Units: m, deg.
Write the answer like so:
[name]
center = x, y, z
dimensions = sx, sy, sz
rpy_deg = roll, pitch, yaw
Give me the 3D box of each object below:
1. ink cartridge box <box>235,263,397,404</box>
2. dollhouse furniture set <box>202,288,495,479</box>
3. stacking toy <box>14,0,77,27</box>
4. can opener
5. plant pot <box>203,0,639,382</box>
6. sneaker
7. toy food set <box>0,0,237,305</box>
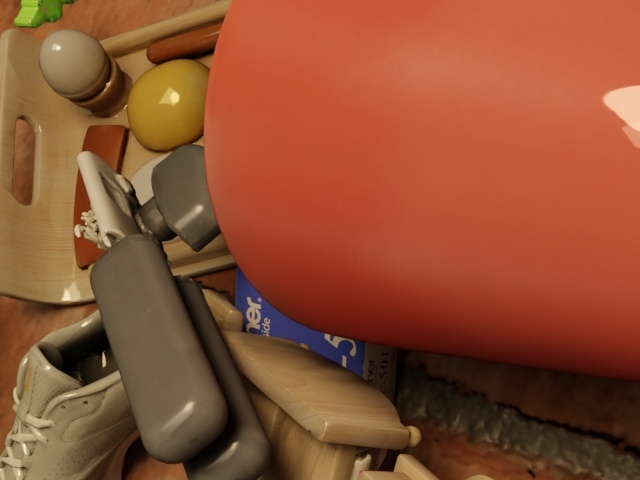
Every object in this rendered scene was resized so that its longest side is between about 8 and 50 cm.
[ink cartridge box]
center = 0.000, 0.000, 0.814
dimensions = 0.097, 0.046, 0.207
rpy_deg = 11, 107, 31
[dollhouse furniture set]
center = 0.023, 0.231, 0.746
dimensions = 0.355, 0.173, 0.303
rpy_deg = 34, 112, 57
[stacking toy]
center = -0.230, -0.246, 1.054
dimensions = 0.167, 0.052, 0.221
rpy_deg = 7, 48, 31
[can opener]
center = -0.081, 0.023, 0.738
dimensions = 0.093, 0.074, 0.280
rpy_deg = -37, 35, 10
[plant pot]
center = 0.120, -0.049, 0.670
dimensions = 0.243, 0.275, 0.275
rpy_deg = 18, 78, 44
[sneaker]
center = -0.172, 0.119, 0.867
dimensions = 0.262, 0.121, 0.099
rpy_deg = -51, 55, 0
[toy food set]
center = -0.096, -0.093, 0.937
dimensions = 0.306, 0.092, 0.220
rpy_deg = -14, 63, 23
